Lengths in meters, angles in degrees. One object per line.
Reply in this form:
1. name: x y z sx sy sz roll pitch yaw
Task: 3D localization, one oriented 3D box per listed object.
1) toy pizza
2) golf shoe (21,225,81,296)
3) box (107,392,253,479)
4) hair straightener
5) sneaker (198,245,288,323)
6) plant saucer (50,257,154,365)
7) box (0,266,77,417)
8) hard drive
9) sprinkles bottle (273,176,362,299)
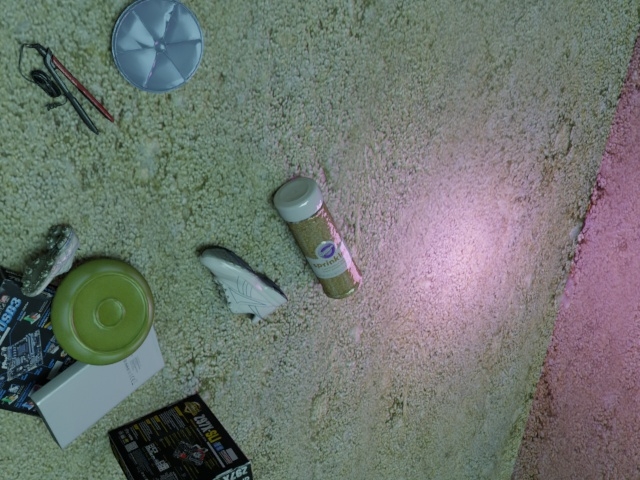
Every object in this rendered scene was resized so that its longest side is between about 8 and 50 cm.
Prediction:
1. toy pizza: -0.343 -0.412 1.546 0.201 0.032 0.201 -15 119 -28
2. golf shoe: -0.565 0.056 1.569 0.176 0.069 0.086 -66 151 -28
3. box: -0.353 0.537 1.824 0.257 0.322 0.079 -19 121 -27
4. hair straightener: -0.520 -0.296 1.469 0.089 0.047 0.230 -45 130 -9
5. sneaker: -0.207 0.121 1.864 0.129 0.111 0.297 -47 130 1
6. plant saucer: -0.474 0.160 1.635 0.241 0.037 0.241 0 91 -39
7. box: -0.645 0.240 1.634 0.293 0.073 0.296 28 95 -40
8. hard drive: -0.510 0.327 1.719 0.307 0.040 0.203 -38 146 -30
9. sprinkles bottle: 0.000 0.000 1.936 0.121 0.121 0.355 -39 130 -13
